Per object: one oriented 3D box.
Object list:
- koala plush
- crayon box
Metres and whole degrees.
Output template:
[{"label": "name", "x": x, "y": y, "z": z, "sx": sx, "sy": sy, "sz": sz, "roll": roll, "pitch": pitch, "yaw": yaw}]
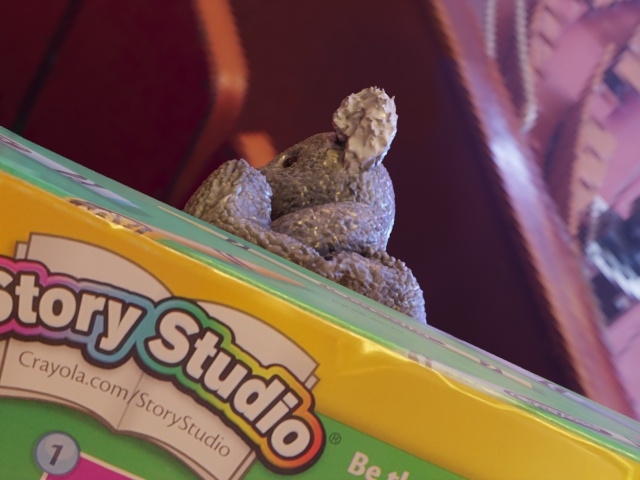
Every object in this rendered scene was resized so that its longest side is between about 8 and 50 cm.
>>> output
[{"label": "koala plush", "x": 0.000, "y": 0.000, "z": 1.381, "sx": 0.203, "sy": 0.196, "sz": 0.221, "roll": 18, "pitch": 44, "yaw": 1}, {"label": "crayon box", "x": -0.002, "y": 0.100, "z": 0.443, "sx": 0.278, "sy": 0.165, "sz": 0.081, "roll": 25, "pitch": 4, "yaw": -9}]
